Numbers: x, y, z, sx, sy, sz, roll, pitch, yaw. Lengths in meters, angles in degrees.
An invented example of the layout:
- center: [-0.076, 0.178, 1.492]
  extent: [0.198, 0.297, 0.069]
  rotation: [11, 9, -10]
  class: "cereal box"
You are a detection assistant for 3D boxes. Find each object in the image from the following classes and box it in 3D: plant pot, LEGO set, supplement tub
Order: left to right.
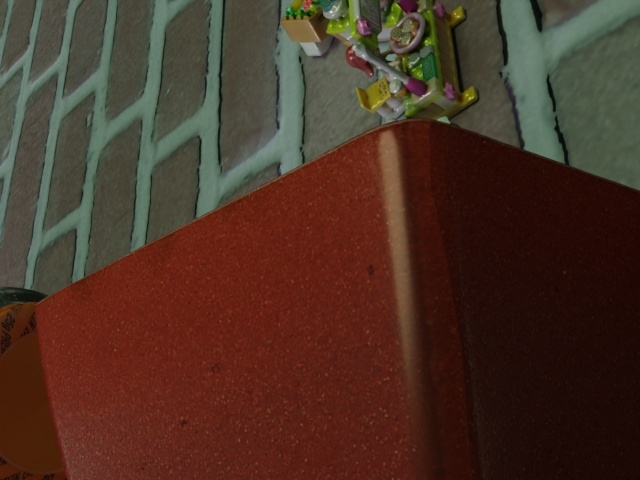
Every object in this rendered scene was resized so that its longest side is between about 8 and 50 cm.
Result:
- center: [-0.336, 0.155, 0.965]
  extent: [0.338, 0.207, 0.207]
  rotation: [-13, 60, 49]
  class: "supplement tub"
- center: [0.024, -0.162, 0.780]
  extent: [0.132, 0.107, 0.287]
  rotation: [-49, 38, 21]
  class: "LEGO set"
- center: [0.047, 0.125, 0.469]
  extent: [0.267, 0.267, 0.235]
  rotation: [-24, 63, 43]
  class: "plant pot"
